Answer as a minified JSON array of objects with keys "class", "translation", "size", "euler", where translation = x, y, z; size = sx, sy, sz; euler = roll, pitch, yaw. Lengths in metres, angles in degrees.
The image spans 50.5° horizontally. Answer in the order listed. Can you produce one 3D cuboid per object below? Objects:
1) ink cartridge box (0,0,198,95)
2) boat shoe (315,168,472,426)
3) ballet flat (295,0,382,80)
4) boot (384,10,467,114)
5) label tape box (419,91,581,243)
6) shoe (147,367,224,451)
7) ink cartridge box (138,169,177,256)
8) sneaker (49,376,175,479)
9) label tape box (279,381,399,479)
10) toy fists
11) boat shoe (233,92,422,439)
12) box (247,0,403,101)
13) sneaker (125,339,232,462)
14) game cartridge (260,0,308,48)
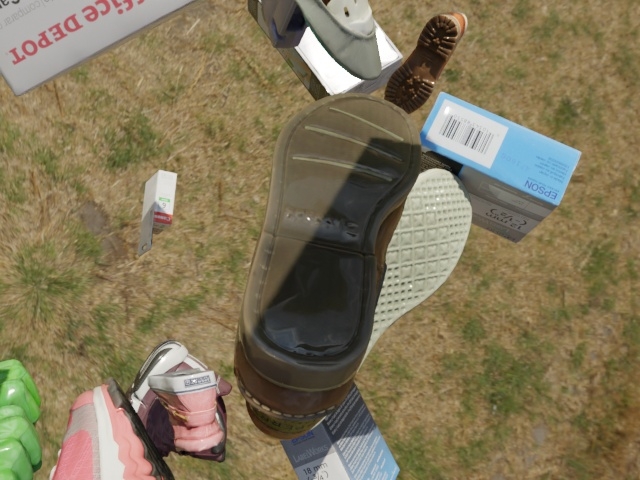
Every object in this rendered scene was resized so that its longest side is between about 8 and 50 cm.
[{"class":"ink cartridge box","translation":[-0.246,-0.318,0.595],"size":[0.226,0.131,0.306],"euler":[-20,111,19]},{"class":"boat shoe","translation":[0.052,0.076,1.073],"size":[0.500,0.156,0.187],"euler":[-50,115,-14]},{"class":"ballet flat","translation":[0.004,-0.254,0.667],"size":[0.213,0.068,0.072],"euler":[50,48,-10]},{"class":"boot","translation":[0.146,-0.240,0.922],"size":[0.059,0.158,0.084],"euler":[37,38,3]},{"class":"label tape box","translation":[0.281,-0.102,1.240],"size":[0.249,0.348,0.115],"euler":[25,74,6]},{"class":"shoe","translation":[-0.153,0.188,0.763],"size":[0.063,0.178,0.081],"euler":[-6,83,-23]},{"class":"ink cartridge box","translation":[-0.231,-0.035,0.960],"size":[0.029,0.063,0.115],"euler":[11,73,-29]},{"class":"sneaker","translation":[-0.181,0.211,0.516],"size":[0.136,0.314,0.116],"euler":[-28,114,-16]},{"class":"label tape box","translation":[0.021,0.379,1.357],"size":[0.105,0.240,0.334],"euler":[-27,88,19]},{"class":"toy fists","translation":[-0.408,0.240,0.819],"size":[0.142,0.279,0.096],"euler":[-30,114,-12]},{"class":"boat shoe","translation":[0.000,0.000,0.509],"size":[0.110,0.104,0.307],"euler":[19,44,4]},{"class":"box","translation":[0.005,-0.403,1.314],"size":[0.169,0.087,0.290],"euler":[-34,81,-13]},{"class":"sneaker","translation":[-0.217,0.288,0.911],"size":[0.162,0.106,0.281],"euler":[34,91,-14]},{"class":"game cartridge","translation":[-0.027,-0.455,0.924],"size":[0.068,0.355,0.230],"euler":[-6,76,-19]}]
